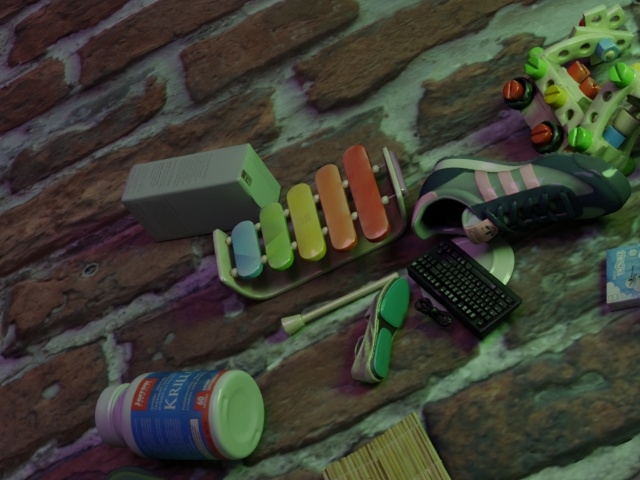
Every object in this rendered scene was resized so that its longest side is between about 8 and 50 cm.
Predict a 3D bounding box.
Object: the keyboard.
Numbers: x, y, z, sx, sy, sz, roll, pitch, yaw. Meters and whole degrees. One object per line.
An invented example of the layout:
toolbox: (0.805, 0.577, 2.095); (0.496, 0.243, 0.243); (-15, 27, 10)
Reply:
keyboard: (0.183, 0.070, 1.844); (0.108, 0.023, 0.180); (-41, 42, -5)

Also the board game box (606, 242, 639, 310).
board game box: (0.414, 0.043, 1.741); (0.090, 0.020, 0.090); (-13, 46, 25)

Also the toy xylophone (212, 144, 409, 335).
toy xylophone: (0.000, 0.000, 2.008); (0.323, 0.081, 0.236); (-31, 42, 6)

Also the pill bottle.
pill bottle: (-0.201, 0.244, 1.884); (0.222, 0.124, 0.124); (-6, 50, 29)

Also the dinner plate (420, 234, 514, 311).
dinner plate: (0.202, 0.039, 1.889); (0.141, 0.017, 0.141); (-18, 46, 19)

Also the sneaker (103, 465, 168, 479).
sneaker: (-0.212, 0.379, 1.769); (0.111, 0.121, 0.300); (-44, 42, -9)

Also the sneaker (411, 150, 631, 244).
sneaker: (0.266, -0.042, 1.849); (0.319, 0.112, 0.131); (-1, 44, 43)

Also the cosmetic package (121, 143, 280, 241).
cosmetic package: (-0.192, -0.075, 2.178); (0.231, 0.117, 0.085); (-9, 49, 26)

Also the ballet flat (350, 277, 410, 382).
ballet flat: (0.077, 0.121, 1.868); (0.052, 0.057, 0.168); (-11, 46, 39)

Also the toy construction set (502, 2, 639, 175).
toy construction set: (0.383, -0.216, 1.901); (0.215, 0.151, 0.327); (-47, 28, 25)

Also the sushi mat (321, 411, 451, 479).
sushi mat: (0.111, 0.358, 1.652); (0.151, 0.019, 0.316); (-31, 42, 4)
